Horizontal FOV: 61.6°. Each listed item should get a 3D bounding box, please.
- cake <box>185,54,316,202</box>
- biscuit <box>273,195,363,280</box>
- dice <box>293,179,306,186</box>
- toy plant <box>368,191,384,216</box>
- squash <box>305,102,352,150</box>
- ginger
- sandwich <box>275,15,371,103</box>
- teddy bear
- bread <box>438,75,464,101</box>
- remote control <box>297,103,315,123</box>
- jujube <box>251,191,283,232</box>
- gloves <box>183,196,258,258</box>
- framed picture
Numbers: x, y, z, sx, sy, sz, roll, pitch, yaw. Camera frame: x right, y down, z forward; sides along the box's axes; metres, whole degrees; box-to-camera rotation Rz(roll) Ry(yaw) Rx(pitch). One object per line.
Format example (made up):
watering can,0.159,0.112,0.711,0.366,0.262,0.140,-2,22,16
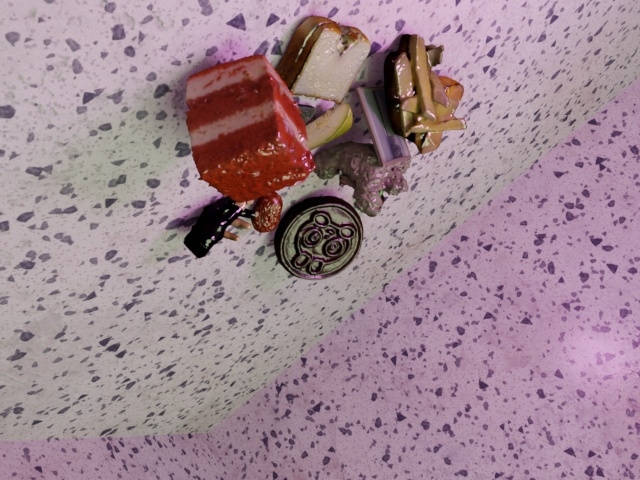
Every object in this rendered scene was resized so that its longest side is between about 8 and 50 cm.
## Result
cake,-0.196,-0.310,1.477,0.270,0.319,0.269,-18,162,12
biscuit,0.000,0.000,2.336,0.408,0.091,0.407,-10,121,-17
dice,-0.101,-0.261,1.987,0.093,0.094,0.091,-28,151,-23
toy plant,0.246,-0.202,2.515,0.143,0.105,0.200,-36,143,-22
squash,-0.019,-0.369,1.857,0.252,0.093,0.169,-29,178,-20
ginger,0.398,-0.535,1.906,0.358,0.211,0.413,-63,146,-24
sandwich,0.013,-0.556,1.659,0.273,0.095,0.249,-7,140,-48
teddy bear,0.208,-0.274,2.081,0.368,0.357,0.224,-9,130,-46
bread,0.488,-0.576,2.202,0.199,0.104,0.199,-35,148,-26
remote control,-0.102,-0.426,1.781,0.222,0.042,0.072,-7,142,-48
jujube,-0.207,-0.113,2.087,0.112,0.109,0.176,-64,176,-55
gloves,-0.348,-0.067,1.924,0.301,0.152,0.197,-28,174,-34
framed picture,0.232,-0.419,1.947,0.016,0.289,0.213,-17,-177,41
